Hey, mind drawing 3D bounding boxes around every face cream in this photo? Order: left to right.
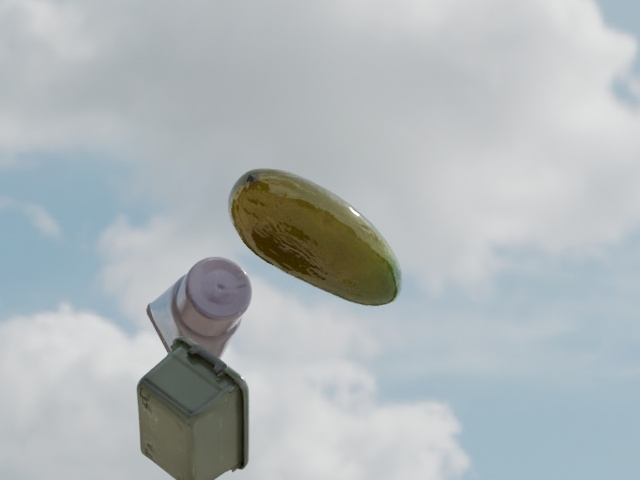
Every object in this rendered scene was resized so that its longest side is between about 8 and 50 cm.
[{"bbox_3d":[-0.170,0.110,2.297,0.096,0.154,0.274,-27,-12,-27],"label":"face cream"}]

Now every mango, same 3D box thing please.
[{"bbox_3d":[0.001,-0.003,1.982,0.237,0.091,0.137,26,-26,-7],"label":"mango"}]

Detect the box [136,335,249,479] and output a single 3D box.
[{"bbox_3d":[-0.157,0.214,2.044,0.124,0.093,0.172,33,-39,29],"label":"box"}]
